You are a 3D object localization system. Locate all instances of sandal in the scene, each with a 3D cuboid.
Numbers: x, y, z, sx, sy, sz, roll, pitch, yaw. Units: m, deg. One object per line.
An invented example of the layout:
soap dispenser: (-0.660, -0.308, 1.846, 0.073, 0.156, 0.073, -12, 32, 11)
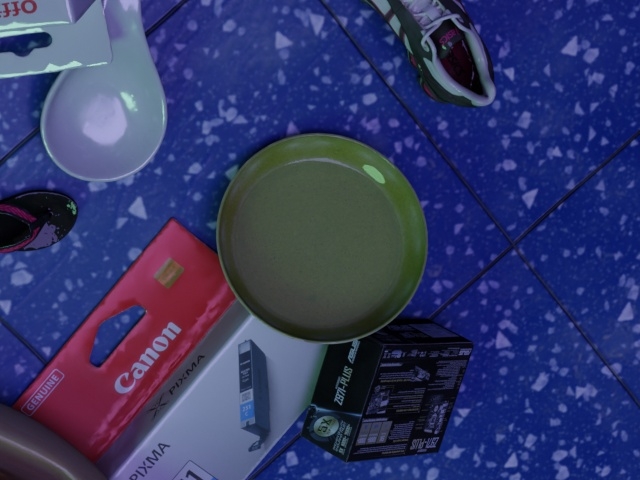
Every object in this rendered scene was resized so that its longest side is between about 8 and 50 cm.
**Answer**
sandal: (-0.347, -0.013, 1.907, 0.179, 0.040, 0.067, -7, 109, -17)

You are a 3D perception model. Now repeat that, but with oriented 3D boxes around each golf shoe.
golf shoe: (0.114, -0.262, 1.947, 0.105, 0.120, 0.273, -39, 114, -2)

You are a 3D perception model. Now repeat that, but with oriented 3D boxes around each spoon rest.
spoon rest: (-0.224, -0.193, 1.868, 0.137, 0.084, 0.276, -1, 107, -19)

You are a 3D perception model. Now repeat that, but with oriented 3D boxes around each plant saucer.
plant saucer: (0.000, 0.000, 1.989, 0.241, 0.037, 0.241, 2, 77, -11)

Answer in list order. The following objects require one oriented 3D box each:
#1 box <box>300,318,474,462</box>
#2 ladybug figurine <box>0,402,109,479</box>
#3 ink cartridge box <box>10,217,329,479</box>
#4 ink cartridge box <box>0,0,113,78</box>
box: (0.079, 0.172, 2.060, 0.180, 0.077, 0.147, 2, 109, -50)
ladybug figurine: (-0.396, 0.317, 1.883, 0.449, 0.305, 0.162, 32, 136, -19)
ink cartridge box: (-0.161, 0.167, 2.020, 0.261, 0.066, 0.296, 40, 91, -27)
ink cartridge box: (-0.340, -0.312, 1.730, 0.207, 0.119, 0.353, -6, 112, 11)
